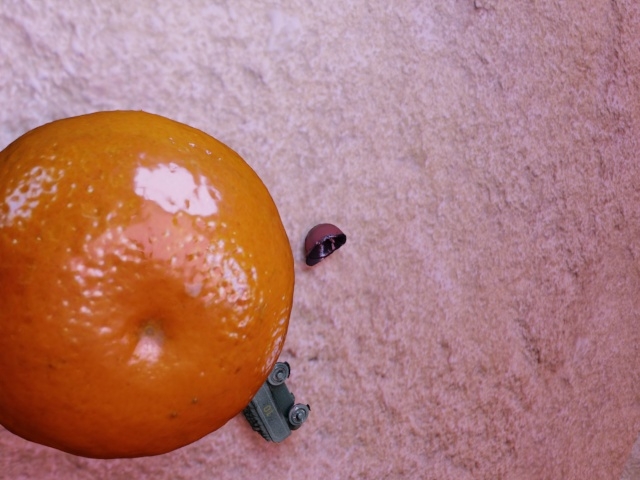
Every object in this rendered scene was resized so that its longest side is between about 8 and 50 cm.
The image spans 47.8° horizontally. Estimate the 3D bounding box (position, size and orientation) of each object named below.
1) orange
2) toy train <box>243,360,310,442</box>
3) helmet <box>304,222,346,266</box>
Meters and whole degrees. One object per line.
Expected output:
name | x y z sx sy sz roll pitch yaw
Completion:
orange | -0.238 0.049 0.888 0.424 0.326 0.423 -6 108 -19
toy train | -0.086 0.260 1.200 0.099 0.070 0.171 -33 117 -22
helmet | -0.002 0.000 1.236 0.084 0.049 0.065 -34 155 -2
